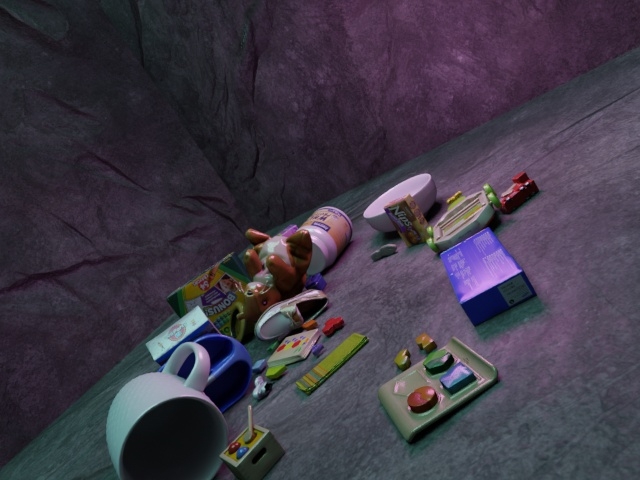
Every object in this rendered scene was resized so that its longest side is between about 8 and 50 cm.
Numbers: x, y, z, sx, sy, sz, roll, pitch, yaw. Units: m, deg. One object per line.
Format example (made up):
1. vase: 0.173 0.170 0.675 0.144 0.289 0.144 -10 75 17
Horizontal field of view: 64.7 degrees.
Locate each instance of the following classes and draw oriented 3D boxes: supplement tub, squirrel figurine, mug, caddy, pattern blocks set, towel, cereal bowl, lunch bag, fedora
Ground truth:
1. supplement tub: 0.000 0.000 2.399 0.228 0.228 0.316 -25 15 36
2. squirrel figurine: -0.187 0.194 2.055 0.280 0.397 0.371 4 54 14
3. mug: -0.418 0.460 1.384 0.328 0.276 0.375 8 70 58
4. caddy: -0.387 0.454 1.643 0.341 0.241 0.179 -38 8 -14
5. pattern blocks set: -0.086 0.364 1.702 0.324 0.026 0.285 -20 18 48
6. towel: 0.031 0.350 1.464 0.237 0.021 0.102 -38 14 -18
7. cereal bowl: 0.364 -0.142 2.203 0.338 0.141 0.339 -33 12 8
8. lunch bag: -0.022 0.182 2.141 0.067 0.065 0.098 -28 14 25
9. fedora: -0.330 0.356 2.162 0.079 0.195 0.194 4 -7 -28

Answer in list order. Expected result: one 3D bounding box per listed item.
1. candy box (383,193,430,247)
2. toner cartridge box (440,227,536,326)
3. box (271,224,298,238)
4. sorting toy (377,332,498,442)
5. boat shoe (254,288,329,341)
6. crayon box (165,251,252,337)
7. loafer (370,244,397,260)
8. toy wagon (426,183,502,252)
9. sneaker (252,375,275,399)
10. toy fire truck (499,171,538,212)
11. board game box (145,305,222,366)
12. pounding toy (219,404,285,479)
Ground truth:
1. candy box: 0.334 -0.074 1.910 0.109 0.187 0.053 -21 18 45
2. toner cartridge box: 0.427 0.083 1.334 0.165 0.075 0.348 -30 13 14
3. box: -0.177 0.074 2.612 0.242 0.214 0.117 -36 12 -13
4. sorting toy: 0.227 0.294 1.119 0.229 0.041 0.307 -35 12 -4
5. boat shoe: -0.104 0.272 1.866 0.302 0.113 0.103 -32 15 -24
6. crayon box: -0.455 0.282 2.297 0.362 0.313 0.106 -33 9 5
7. loafer: 0.256 0.041 2.019 0.125 0.045 0.039 -28 7 38
8. toy wagon: 0.494 -0.087 1.758 0.267 0.068 0.344 -39 9 22
9. sneaker: -0.171 0.451 1.576 0.069 0.038 0.098 -30 22 12
10. toy fire truck: 0.665 -0.164 1.725 0.192 0.047 0.135 -37 12 -9
11. board game box: -0.450 0.410 1.833 0.224 0.304 0.097 -37 46 -13
12. pounding toy: -0.169 0.496 1.232 0.141 0.100 0.130 -41 15 -30
